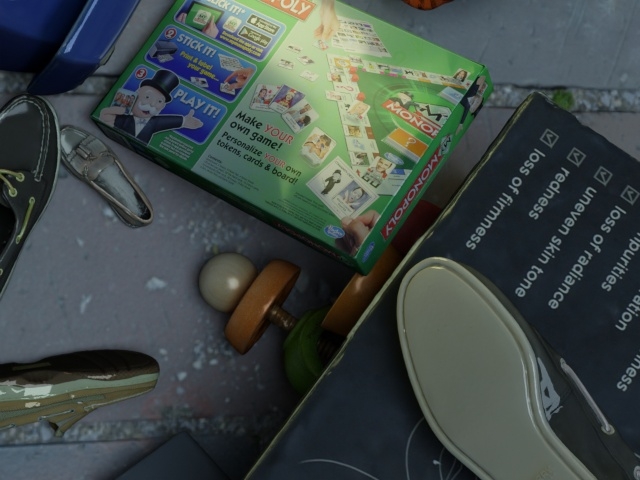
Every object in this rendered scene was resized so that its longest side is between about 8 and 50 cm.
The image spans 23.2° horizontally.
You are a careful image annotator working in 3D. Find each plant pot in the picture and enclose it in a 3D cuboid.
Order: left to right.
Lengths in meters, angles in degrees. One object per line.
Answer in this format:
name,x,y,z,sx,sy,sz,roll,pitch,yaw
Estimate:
plant pot,-0.252,-0.259,1.343,0.212,0.236,0.236,30,78,-14

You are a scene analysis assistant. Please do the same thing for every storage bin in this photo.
storage bin,-0.146,0.252,1.490,0.135,0.098,0.091,-34,75,-17

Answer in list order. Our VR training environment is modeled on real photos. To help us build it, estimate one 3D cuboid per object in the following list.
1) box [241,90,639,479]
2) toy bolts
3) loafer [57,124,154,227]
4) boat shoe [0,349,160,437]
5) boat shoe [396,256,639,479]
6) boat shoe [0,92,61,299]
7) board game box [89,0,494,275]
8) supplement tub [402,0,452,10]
box,0.236,0.214,1.425,0.471,0.297,0.480,35,73,8
toy bolts,0.000,0.000,1.491,0.158,0.218,0.228,36,61,5
loafer,-0.202,-0.063,1.480,0.045,0.039,0.125,-47,106,-14
boat shoe,-0.245,0.149,1.462,0.190,0.068,0.072,-5,105,-12
boat shoe,0.176,0.160,1.251,0.112,0.095,0.335,-40,73,21
boat shoe,-0.296,-0.031,1.420,0.081,0.069,0.228,18,83,-1
board game box,-0.030,-0.127,1.431,0.213,0.317,0.046,-55,152,-13
supplement tub,0.206,-0.375,1.547,0.338,0.207,0.207,-31,102,-18
